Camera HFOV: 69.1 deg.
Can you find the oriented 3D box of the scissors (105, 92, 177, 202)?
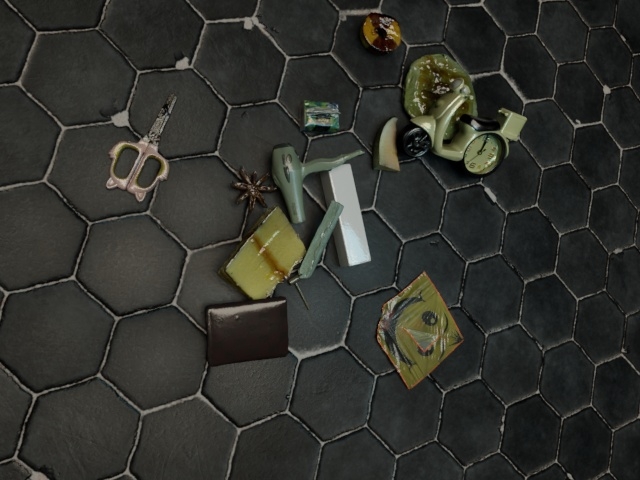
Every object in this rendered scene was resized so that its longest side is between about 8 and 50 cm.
[{"bbox_3d":[-0.462,-0.263,1.252,0.160,0.024,0.317,24,77,-16],"label":"scissors"}]

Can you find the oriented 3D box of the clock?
[{"bbox_3d":[0.455,-0.356,1.499,0.379,0.120,0.276,15,113,-24],"label":"clock"}]

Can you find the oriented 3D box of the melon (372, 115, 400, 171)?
[{"bbox_3d":[0.212,-0.313,1.489,0.098,0.054,0.182,0,86,-26],"label":"melon"}]

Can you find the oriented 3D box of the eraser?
[{"bbox_3d":[0.074,-0.074,1.402,0.076,0.078,0.298,-12,90,-21],"label":"eraser"}]

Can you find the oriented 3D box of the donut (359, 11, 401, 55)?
[{"bbox_3d":[0.193,-0.668,1.509,0.141,0.059,0.140,2,84,-21],"label":"donut"}]

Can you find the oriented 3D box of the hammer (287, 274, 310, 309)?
[{"bbox_3d":[-0.058,0.156,1.367,0.036,0.019,0.110,-29,100,-20],"label":"hammer"}]

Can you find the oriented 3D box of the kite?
[{"bbox_3d":[0.330,0.289,1.495,0.328,0.013,0.377,16,78,-18],"label":"kite"}]

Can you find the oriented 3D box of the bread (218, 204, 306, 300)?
[{"bbox_3d":[-0.141,0.048,1.280,0.178,0.135,0.240,41,74,-12],"label":"bread"}]

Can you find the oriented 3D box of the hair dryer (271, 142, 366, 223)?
[{"bbox_3d":[-0.013,-0.156,1.331,0.267,0.092,0.229,6,98,1],"label":"hair dryer"}]

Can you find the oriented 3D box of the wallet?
[{"bbox_3d":[-0.201,0.250,1.280,0.229,0.049,0.181,-4,101,-19],"label":"wallet"}]

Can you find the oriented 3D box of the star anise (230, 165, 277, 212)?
[{"bbox_3d":[-0.196,-0.143,1.327,0.141,0.042,0.141,5,78,-26],"label":"star anise"}]

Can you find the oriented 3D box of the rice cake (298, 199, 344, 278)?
[{"bbox_3d":[0.000,0.000,1.346,0.042,0.045,0.245,27,96,16],"label":"rice cake"}]

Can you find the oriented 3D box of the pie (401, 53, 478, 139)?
[{"bbox_3d":[0.405,-0.483,1.565,0.307,0.071,0.306,2,84,-19],"label":"pie"}]

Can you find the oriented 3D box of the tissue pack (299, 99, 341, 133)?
[{"bbox_3d":[-0.001,-0.375,1.401,0.111,0.079,0.085,0,84,-20],"label":"tissue pack"}]
